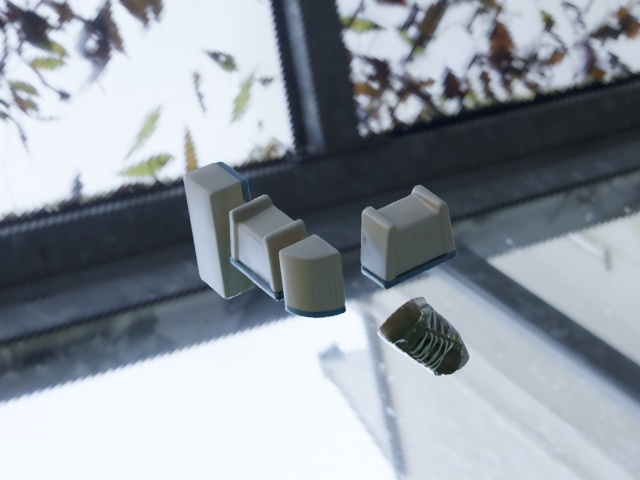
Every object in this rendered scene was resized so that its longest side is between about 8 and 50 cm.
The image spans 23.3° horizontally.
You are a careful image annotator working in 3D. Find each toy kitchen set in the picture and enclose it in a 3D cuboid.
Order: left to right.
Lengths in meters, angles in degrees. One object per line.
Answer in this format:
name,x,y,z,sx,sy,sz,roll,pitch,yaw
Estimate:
toy kitchen set,0.000,0.000,1.454,0.166,0.207,0.122,-24,-51,-25

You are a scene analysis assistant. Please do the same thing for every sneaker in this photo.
sneaker,0.131,0.118,1.820,0.064,0.086,0.192,-47,-15,7
